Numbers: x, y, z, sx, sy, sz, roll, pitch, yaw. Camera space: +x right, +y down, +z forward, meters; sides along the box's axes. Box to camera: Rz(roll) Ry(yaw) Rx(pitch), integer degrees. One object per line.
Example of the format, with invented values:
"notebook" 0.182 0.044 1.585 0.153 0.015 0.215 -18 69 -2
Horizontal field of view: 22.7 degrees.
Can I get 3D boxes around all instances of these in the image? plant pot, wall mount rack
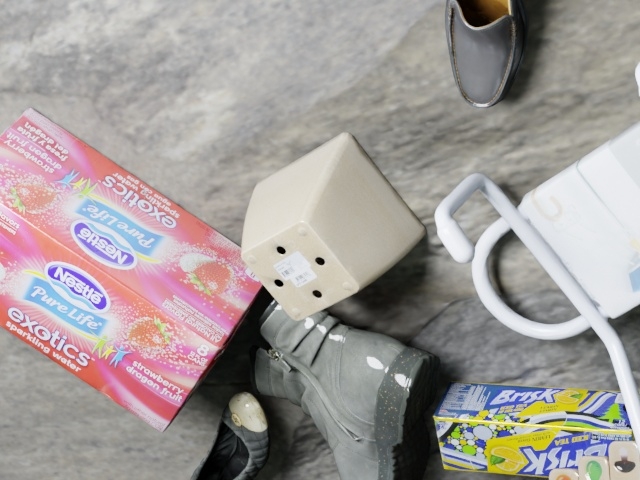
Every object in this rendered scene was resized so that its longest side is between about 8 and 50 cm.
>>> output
"plant pot" 0.000 0.000 1.268 0.109 0.096 0.109 -28 109 36
"wall mount rack" 0.255 0.035 1.139 0.304 0.130 0.350 51 129 -4

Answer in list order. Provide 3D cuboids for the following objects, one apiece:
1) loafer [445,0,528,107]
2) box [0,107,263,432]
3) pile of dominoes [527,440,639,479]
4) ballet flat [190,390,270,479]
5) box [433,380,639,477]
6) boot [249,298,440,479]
"loafer" 0.112 -0.163 1.124 0.062 0.061 0.170 9 127 17
"box" -0.191 0.025 1.354 0.256 0.123 0.128 34 129 -1
"pile of dominoes" 0.186 0.289 1.285 0.251 0.040 0.196 -31 70 37
"ballet flat" -0.083 0.199 1.463 0.057 0.049 0.173 51 143 26
"box" 0.184 0.158 1.325 0.168 0.054 0.059 2 124 24
"boot" 0.013 0.154 1.401 0.161 0.083 0.247 25 131 22
